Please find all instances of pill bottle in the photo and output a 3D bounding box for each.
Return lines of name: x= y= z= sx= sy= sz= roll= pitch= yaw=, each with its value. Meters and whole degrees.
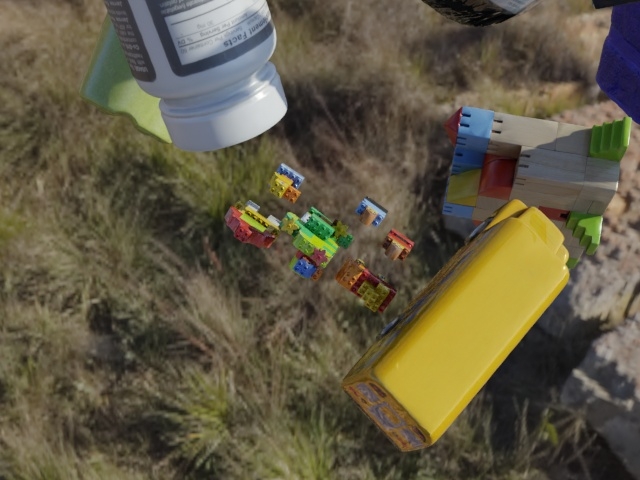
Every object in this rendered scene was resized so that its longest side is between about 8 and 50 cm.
pill bottle: x=-0.176 y=-0.313 z=1.290 sx=0.204 sy=0.361 sz=0.204 roll=-14 pitch=28 yaw=8

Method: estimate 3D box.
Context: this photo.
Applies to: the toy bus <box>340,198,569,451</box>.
toy bus: x=0.169 y=0.082 z=1.113 sx=0.108 sy=0.130 sz=0.332 roll=46 pitch=64 yaw=0

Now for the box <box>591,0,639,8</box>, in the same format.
box: x=0.411 y=-0.389 z=1.252 sx=0.158 sy=0.156 sz=0.093 roll=-2 pitch=62 yaw=30

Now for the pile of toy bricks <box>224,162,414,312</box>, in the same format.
pile of toy bricks: x=0.000 y=0.000 z=1.102 sx=0.212 sy=0.118 sz=0.105 roll=34 pitch=21 yaw=2

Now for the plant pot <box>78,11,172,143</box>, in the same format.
plant pot: x=-0.277 y=-0.313 z=1.676 sx=0.276 sy=0.276 sz=0.254 roll=27 pitch=89 yaw=22

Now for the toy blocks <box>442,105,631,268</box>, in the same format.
toy blocks: x=0.314 y=-0.086 z=1.565 sx=0.260 sy=0.381 sz=0.191 roll=10 pitch=70 yaw=8

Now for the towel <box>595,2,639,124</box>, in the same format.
towel: x=0.650 y=-0.394 z=1.971 sx=0.076 sy=0.308 sz=0.228 roll=-19 pitch=47 yaw=-20

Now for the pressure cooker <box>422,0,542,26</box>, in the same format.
pressure cooker: x=0.206 y=-0.415 z=0.759 sx=0.375 sy=0.420 sz=0.370 roll=51 pitch=31 yaw=-15
